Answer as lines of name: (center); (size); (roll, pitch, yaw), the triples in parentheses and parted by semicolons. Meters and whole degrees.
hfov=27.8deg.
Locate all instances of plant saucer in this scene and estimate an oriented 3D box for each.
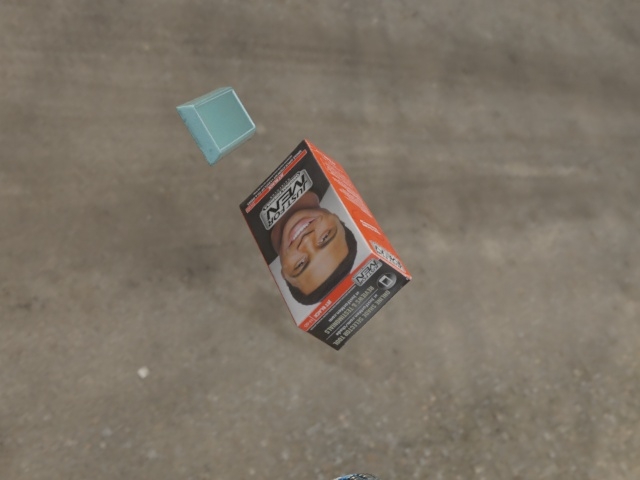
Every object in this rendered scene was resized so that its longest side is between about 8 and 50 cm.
plant saucer: (-0.103, -0.123, 1.337); (0.067, 0.018, 0.192); (59, 13, -6)

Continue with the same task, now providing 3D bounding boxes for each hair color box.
hair color box: (0.000, 0.000, 0.868); (0.043, 0.072, 0.141); (35, 16, -38)

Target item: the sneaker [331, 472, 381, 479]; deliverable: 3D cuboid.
sneaker: (-0.012, 0.286, 1.193); (0.190, 0.071, 0.083); (-31, 92, -23)
